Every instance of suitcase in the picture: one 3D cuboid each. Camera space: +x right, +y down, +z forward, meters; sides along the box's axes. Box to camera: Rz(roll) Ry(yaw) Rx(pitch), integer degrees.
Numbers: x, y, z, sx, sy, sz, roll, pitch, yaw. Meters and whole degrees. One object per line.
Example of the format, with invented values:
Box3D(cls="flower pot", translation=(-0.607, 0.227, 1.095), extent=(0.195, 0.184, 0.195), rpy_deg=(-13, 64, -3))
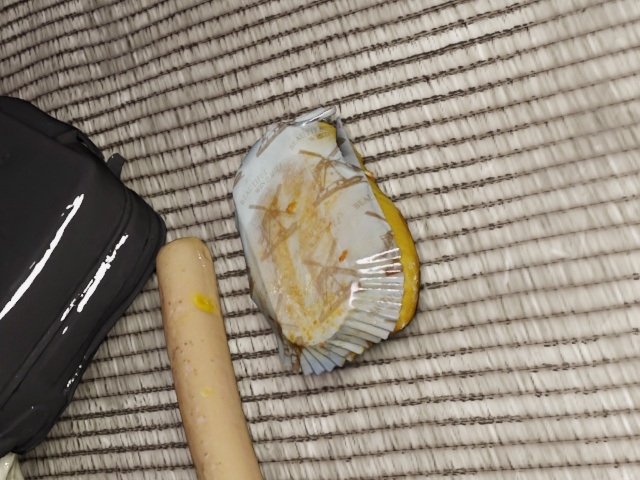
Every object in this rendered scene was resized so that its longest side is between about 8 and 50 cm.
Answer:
Box3D(cls="suitcase", translation=(-0.347, 0.018, 1.925), extent=(0.345, 0.188, 0.339), rpy_deg=(27, 81, 47))

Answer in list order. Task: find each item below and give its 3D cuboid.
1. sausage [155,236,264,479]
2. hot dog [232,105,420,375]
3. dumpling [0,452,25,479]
Box3D(cls="sausage", translation=(-0.104, 0.134, 1.751), extent=(0.066, 0.066, 0.301), rpy_deg=(-38, 54, 38))
Box3D(cls="hot dog", translation=(0.000, 0.000, 1.648), extent=(0.162, 0.082, 0.270), rpy_deg=(-46, 43, 22))
Box3D(cls="dumpling", translation=(-0.419, 0.295, 2.014), extent=(0.395, 0.233, 0.315), rpy_deg=(-23, 33, 49))
